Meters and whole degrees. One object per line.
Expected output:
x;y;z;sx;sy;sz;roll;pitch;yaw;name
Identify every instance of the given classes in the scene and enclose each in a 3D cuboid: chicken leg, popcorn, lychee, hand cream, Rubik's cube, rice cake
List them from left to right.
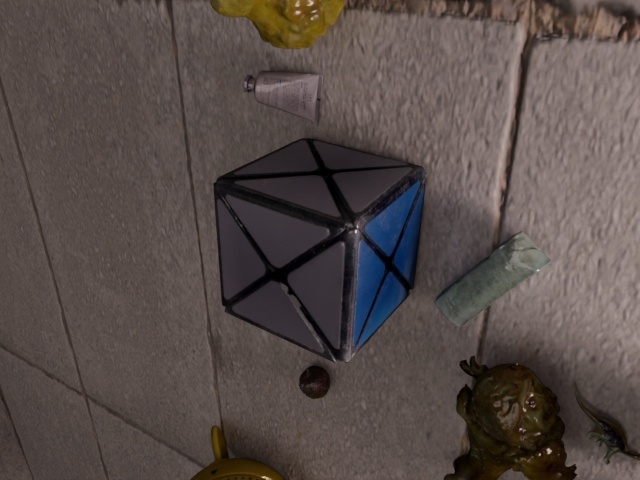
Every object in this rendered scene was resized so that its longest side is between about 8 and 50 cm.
-0.069;-0.384;0.806;0.200;0.203;0.226;48;151;19;popcorn
-0.064;-0.257;0.979;0.142;0.053;0.084;15;123;12;hand cream
-0.012;0.306;1.224;0.067;0.068;0.083;42;159;50;lychee
0.000;0.000;0.924;0.254;0.260;0.260;17;120;28;Rubik's cube
0.261;0.065;0.894;0.069;0.063;0.206;50;132;6;rice cake
0.323;0.349;0.963;0.211;0.140;0.361;36;144;43;chicken leg

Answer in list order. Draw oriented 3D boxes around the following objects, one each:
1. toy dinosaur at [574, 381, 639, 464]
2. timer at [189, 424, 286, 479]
0.454;0.312;0.907;0.180;0.037;0.058;45;108;-1;toy dinosaur
-0.224;0.713;1.450;0.387;0.375;0.377;-128;23;-69;timer
